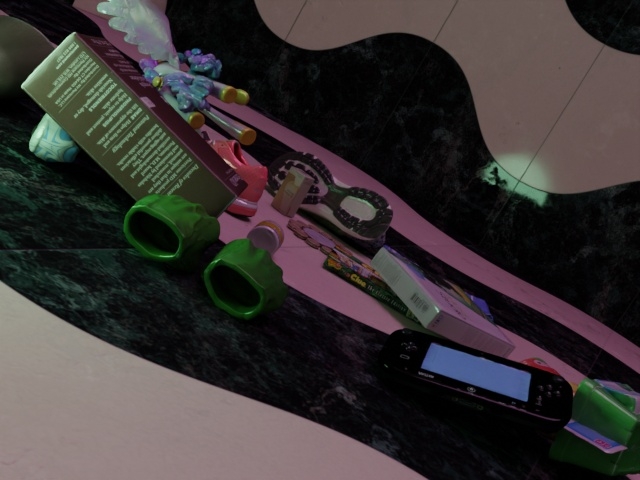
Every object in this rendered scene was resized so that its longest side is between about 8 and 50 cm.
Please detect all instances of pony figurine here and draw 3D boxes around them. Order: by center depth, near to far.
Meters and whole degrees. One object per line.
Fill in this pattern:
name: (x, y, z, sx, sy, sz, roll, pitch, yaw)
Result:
pony figurine: (-0.352, -0.363, 1.945, 0.363, 0.303, 0.351, 34, 14, 31)

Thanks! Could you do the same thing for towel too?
towel: (0.309, 0.113, 2.282, 0.336, 0.040, 0.243, 31, 11, 2)

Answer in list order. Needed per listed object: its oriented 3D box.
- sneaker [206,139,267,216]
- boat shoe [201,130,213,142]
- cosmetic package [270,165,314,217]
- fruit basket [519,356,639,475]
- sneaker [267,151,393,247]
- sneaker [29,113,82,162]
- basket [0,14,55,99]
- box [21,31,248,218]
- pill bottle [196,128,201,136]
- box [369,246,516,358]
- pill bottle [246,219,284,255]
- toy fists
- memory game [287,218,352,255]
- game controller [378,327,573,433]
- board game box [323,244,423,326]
sneaker: (-0.240, -0.180, 1.910, 0.313, 0.136, 0.116, 34, 11, 21)
boat shoe: (-0.320, -0.266, 2.316, 0.043, 0.049, 0.137, -15, 27, -13)
cosmetic package: (-0.071, -0.123, 2.142, 0.060, 0.115, 0.041, 37, 14, 36)
fruit basket: (0.447, 0.289, 1.572, 0.327, 0.165, 0.353, 17, 14, -49)
sneaker: (0.019, -0.090, 2.305, 0.410, 0.158, 0.182, 34, -19, 25)
sneaker: (-0.469, -0.190, 1.524, 0.086, 0.085, 0.237, 34, 11, -22)
basket: (-0.628, -0.340, 1.608, 0.204, 0.154, 0.227, 28, 15, -5)
box: (-0.311, -0.176, 1.477, 0.381, 0.143, 0.191, 47, 7, -7)
pill bottle: (-0.375, -0.297, 2.145, 0.108, 0.108, 0.180, 23, 13, -31)
box: (0.276, 0.145, 1.891, 0.322, 0.058, 0.232, 28, 16, -45)
pill bottle: (-0.106, -0.005, 1.679, 0.065, 0.065, 0.116, 30, 11, 1)
toy fists: (-0.174, 0.023, 1.325, 0.279, 0.096, 0.142, 33, 22, 6)
memory game: (0.000, 0.000, 2.056, 0.186, 0.012, 0.186, 29, 12, -7)
game controller: (0.255, 0.226, 1.397, 0.319, 0.067, 0.166, 16, 13, 13)
board game box: (0.129, 0.099, 1.901, 0.259, 0.030, 0.136, 32, 10, 0)
